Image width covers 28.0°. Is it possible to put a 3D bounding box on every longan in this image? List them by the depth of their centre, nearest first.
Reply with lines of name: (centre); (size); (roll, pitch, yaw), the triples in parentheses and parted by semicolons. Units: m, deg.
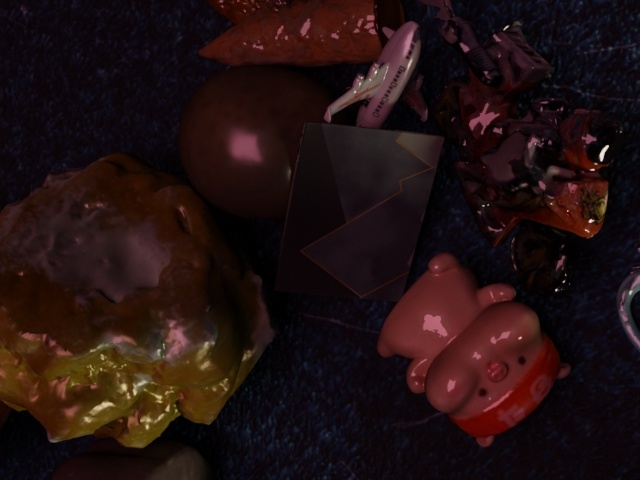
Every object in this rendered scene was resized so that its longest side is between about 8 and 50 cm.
longan: (-0.072, -0.117, 1.544); (0.220, 0.196, 0.196); (15, 99, 26)

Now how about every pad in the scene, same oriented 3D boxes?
pad: (0.041, -0.027, 1.494); (0.164, 0.004, 0.243); (5, 125, -9)

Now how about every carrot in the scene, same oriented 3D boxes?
carrot: (-0.028, -0.245, 1.549); (0.263, 0.102, 0.101); (-7, 90, 21)

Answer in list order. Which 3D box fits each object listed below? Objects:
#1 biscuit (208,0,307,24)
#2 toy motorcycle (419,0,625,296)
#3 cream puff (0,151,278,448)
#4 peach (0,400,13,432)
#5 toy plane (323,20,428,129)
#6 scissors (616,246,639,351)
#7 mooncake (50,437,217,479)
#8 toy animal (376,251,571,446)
biscuit: (-0.049, -0.410, 1.600); (0.305, 0.038, 0.305); (1, 93, 26)
toy motorcycle: (0.211, -0.145, 1.428); (0.207, 0.134, 0.401); (-47, 60, 44)
cream puff: (-0.248, 0.101, 1.578); (0.378, 0.378, 0.275); (37, 150, 19)
peach: (-0.579, 0.156, 1.690); (0.388, 0.388, 0.388); (1, 93, 26)
toy plane: (0.072, -0.175, 1.465); (0.065, 0.162, 0.171); (37, 120, 38)
scissors: (0.494, 0.132, 1.371); (0.393, 0.032, 0.180); (42, 109, 18)
mooncake: (-0.241, 0.398, 1.604); (0.154, 0.306, 0.306); (6, 95, 24)
toy animal: (0.171, 0.127, 1.460); (0.198, 0.171, 0.171); (43, 109, 21)
